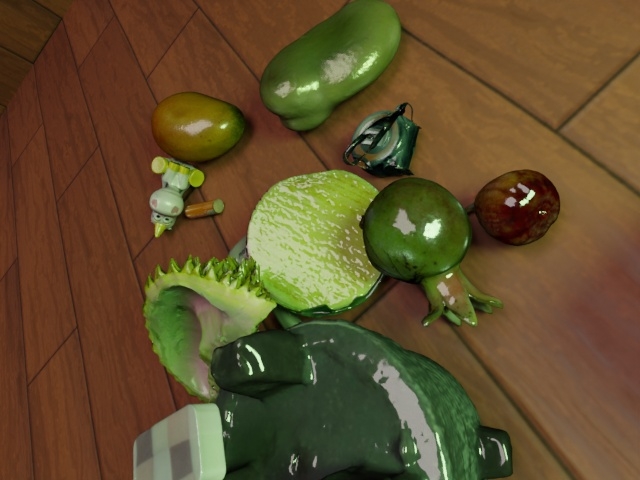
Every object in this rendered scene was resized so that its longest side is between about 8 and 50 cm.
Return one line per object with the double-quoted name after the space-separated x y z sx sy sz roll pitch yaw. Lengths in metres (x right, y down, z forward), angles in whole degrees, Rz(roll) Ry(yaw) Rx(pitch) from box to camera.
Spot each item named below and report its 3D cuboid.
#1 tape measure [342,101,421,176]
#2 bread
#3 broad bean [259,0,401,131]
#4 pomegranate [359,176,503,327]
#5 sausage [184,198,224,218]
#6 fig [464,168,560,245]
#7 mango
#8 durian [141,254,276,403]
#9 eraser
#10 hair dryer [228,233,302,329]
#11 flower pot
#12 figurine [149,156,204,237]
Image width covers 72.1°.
0.064 -0.148 0.620 0.107 0.179 0.104 8 95 38 "tape measure"
0.000 0.000 0.652 0.228 0.033 0.229 -3 73 11 "bread"
0.017 -0.302 0.756 0.263 0.121 0.189 -32 52 7 "broad bean"
0.129 0.018 0.533 0.131 0.152 0.191 -30 79 16 "pomegranate"
-0.246 -0.063 0.908 0.107 0.031 0.031 -8 69 34 "sausage"
0.217 -0.044 0.531 0.089 0.088 0.125 -64 27 0 "fig"
-0.259 -0.235 0.920 0.221 0.120 0.152 22 76 31 "mango"
-0.154 0.131 0.600 0.352 0.158 0.169 114 144 -47 "durian"
-0.124 0.186 0.378 0.105 0.026 0.065 -36 56 30 "eraser"
-0.115 0.112 0.735 0.219 0.088 0.225 -32 72 32 "hair dryer"
0.024 0.235 0.436 0.299 0.282 0.299 -14 65 32 "flower pot"
-0.324 -0.092 0.951 0.129 0.109 0.178 -17 61 61 "figurine"
